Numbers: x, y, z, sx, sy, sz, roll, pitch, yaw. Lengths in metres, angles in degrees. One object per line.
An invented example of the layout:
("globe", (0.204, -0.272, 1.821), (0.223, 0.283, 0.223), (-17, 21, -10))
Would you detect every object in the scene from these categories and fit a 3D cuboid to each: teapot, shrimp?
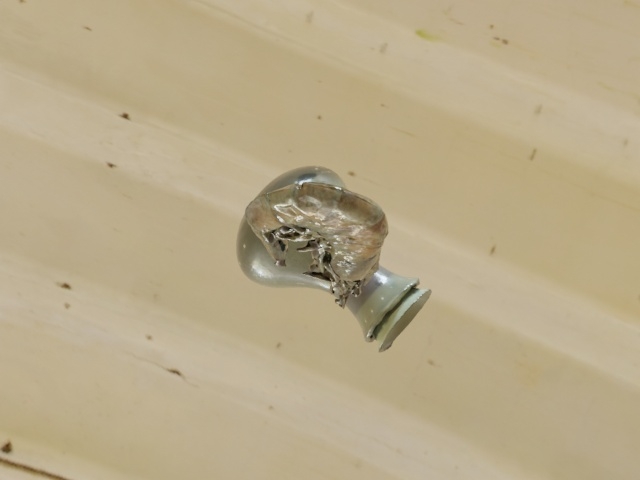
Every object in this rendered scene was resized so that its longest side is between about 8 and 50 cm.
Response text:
("teapot", (0.018, 0.027, 1.231), (0.183, 0.251, 0.183), (-45, -15, -16))
("shrimp", (0.000, 0.000, 0.606), (0.161, 0.091, 0.034), (81, -157, -65))
